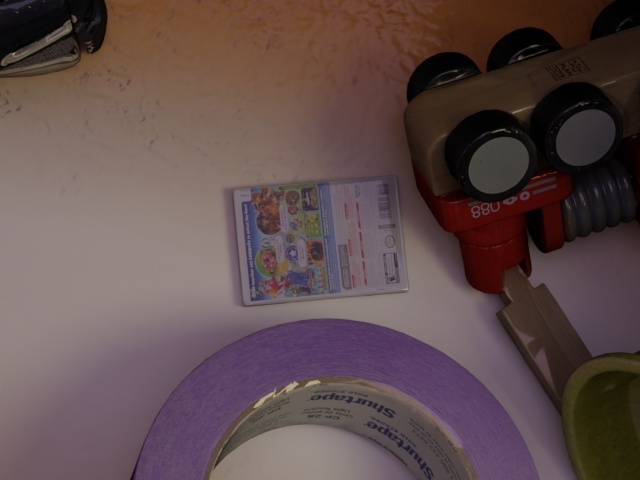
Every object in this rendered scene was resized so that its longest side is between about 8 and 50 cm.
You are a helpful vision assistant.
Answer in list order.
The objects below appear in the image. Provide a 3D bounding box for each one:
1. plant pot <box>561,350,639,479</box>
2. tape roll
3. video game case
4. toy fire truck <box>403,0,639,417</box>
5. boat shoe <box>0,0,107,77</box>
[{"bbox_3d":[0.346,0.125,1.047,0.254,0.276,0.276,-34,85,-20],"label":"plant pot"},{"bbox_3d":[0.007,0.193,1.039,0.275,0.090,0.274,6,63,-11],"label":"tape roll"},{"bbox_3d":[0.000,0.000,1.150,0.122,0.011,0.087,-5,82,-5],"label":"video game case"},{"bbox_3d":[0.190,-0.014,1.115,0.217,0.158,0.246,-18,126,-7],"label":"toy fire truck"},{"bbox_3d":[-0.321,-0.157,1.077,0.341,0.158,0.127,-14,83,-6],"label":"boat shoe"}]
